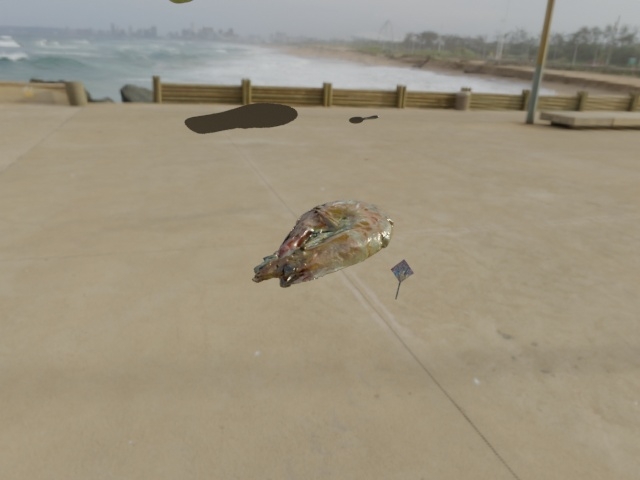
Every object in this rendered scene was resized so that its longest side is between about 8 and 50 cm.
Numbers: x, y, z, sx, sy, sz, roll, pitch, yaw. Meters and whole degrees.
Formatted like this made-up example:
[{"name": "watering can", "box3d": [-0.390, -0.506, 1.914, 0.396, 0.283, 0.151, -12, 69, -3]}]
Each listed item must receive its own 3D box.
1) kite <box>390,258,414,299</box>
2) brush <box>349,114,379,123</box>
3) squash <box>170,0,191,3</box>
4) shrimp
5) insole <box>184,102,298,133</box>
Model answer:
[{"name": "kite", "box3d": [0.157, 0.076, 1.049, 0.044, 0.078, 0.002, 34, -4, 1]}, {"name": "brush", "box3d": [0.114, -0.320, 1.367, 0.084, 0.024, 0.008, -3, 54, 24]}, {"name": "squash", "box3d": [-0.358, -0.696, 1.160, 0.138, 0.287, 0.137, -9, 55, 13]}, {"name": "shrimp", "box3d": [0.000, 0.001, 0.879, 0.295, 0.062, 0.154, -26, 50, -37]}, {"name": "insole", "box3d": [-0.213, -0.321, 1.373, 0.323, 0.007, 0.109, -3, -23, 20]}]
